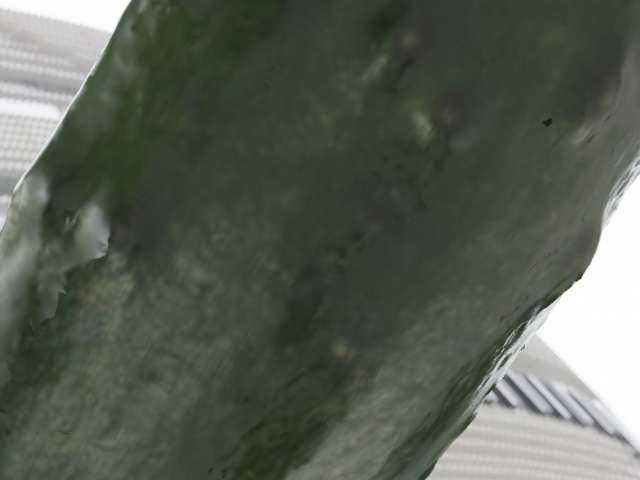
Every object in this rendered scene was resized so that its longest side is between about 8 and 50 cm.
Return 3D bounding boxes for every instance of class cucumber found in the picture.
[{"bbox_3d":[0.000,0.001,0.440,0.325,0.105,0.145,-54,-30,12],"label":"cucumber"}]
